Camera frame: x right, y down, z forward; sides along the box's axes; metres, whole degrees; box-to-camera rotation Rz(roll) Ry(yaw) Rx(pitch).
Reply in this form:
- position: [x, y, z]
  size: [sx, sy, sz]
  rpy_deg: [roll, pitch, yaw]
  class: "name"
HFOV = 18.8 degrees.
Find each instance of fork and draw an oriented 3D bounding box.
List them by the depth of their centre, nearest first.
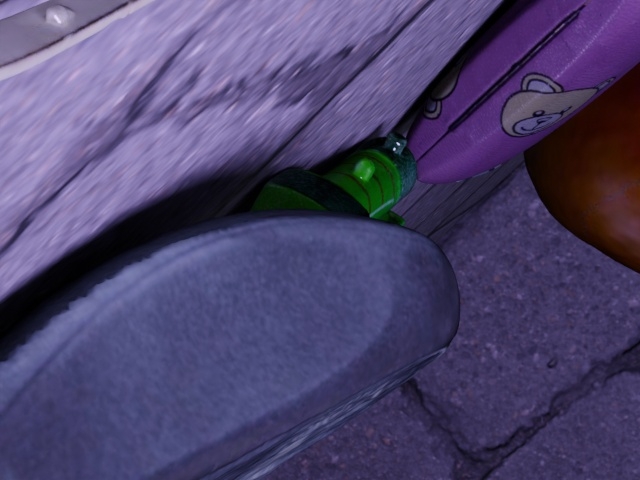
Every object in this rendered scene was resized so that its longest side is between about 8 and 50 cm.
- position: [-0.050, -0.057, 0.477]
  size: [0.219, 0.034, 0.028]
  rpy_deg: [-38, 166, -40]
  class: "fork"

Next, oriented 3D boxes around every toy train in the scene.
- position: [0.000, 0.000, 1.155]
  size: [0.119, 0.085, 0.251]
  rpy_deg: [-60, 173, 20]
  class: "toy train"

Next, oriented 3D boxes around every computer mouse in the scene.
- position: [-0.095, 0.078, 0.858]
  size: [0.374, 0.114, 0.203]
  rpy_deg: [-28, 170, -40]
  class: "computer mouse"

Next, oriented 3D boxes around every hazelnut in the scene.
- position: [0.359, -0.115, 1.688]
  size: [0.366, 0.366, 0.366]
  rpy_deg: [-42, 175, -4]
  class: "hazelnut"

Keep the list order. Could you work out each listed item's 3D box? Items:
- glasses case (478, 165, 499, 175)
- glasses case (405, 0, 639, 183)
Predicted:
- position: [0.186, -0.134, 1.354]
  size: [0.095, 0.062, 0.272]
  rpy_deg: [-38, 179, -43]
  class: "glasses case"
- position: [0.156, -0.126, 1.208]
  size: [0.123, 0.076, 0.316]
  rpy_deg: [-31, 173, -36]
  class: "glasses case"
